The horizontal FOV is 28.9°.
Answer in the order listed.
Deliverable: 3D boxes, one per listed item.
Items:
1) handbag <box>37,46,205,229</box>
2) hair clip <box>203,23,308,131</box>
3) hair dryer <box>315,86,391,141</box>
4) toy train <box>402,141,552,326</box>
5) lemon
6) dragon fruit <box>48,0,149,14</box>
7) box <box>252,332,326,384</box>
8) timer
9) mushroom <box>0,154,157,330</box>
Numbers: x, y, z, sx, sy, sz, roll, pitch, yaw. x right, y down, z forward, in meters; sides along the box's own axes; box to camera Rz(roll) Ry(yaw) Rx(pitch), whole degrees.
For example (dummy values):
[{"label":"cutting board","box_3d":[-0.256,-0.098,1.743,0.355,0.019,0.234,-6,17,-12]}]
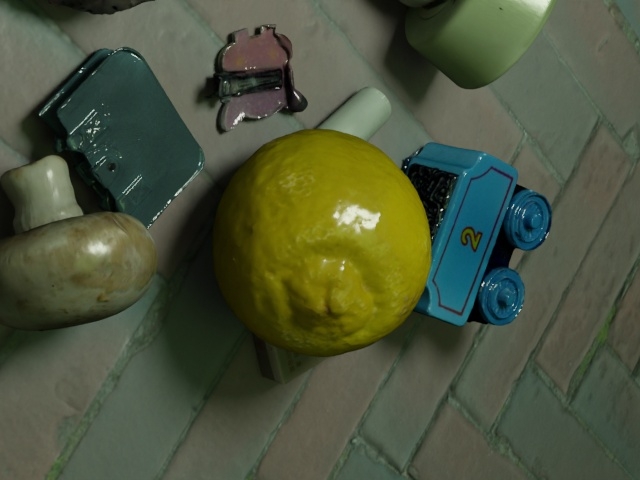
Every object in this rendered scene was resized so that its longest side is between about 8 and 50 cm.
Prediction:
[{"label":"handbag","box_3d":[-0.270,-0.134,1.696,0.179,0.062,0.229,-54,130,-30]},{"label":"hair clip","box_3d":[-0.102,-0.245,1.854,0.187,0.056,0.146,-24,115,-46]},{"label":"hair dryer","box_3d":[0.080,-0.122,2.033,0.131,0.073,0.236,-44,129,-27]},{"label":"toy train","box_3d":[0.241,-0.009,2.132,0.265,0.188,0.300,22,87,-39]},{"label":"lemon","box_3d":[0.000,0.000,1.813,0.348,0.348,0.348,-12,108,-40]},{"label":"dragon fruit","box_3d":[-0.288,-0.434,1.542,0.283,0.204,0.221,11,64,-37]},{"label":"box","box_3d":[-0.017,0.125,2.010,0.201,0.058,0.141,-28,118,-35]},{"label":"timer","box_3d":[0.178,-0.432,1.949,0.315,0.291,0.291,26,82,-19]},{"label":"mushroom","box_3d":[-0.335,0.000,1.597,0.243,0.243,0.244,-12,108,-40]}]
